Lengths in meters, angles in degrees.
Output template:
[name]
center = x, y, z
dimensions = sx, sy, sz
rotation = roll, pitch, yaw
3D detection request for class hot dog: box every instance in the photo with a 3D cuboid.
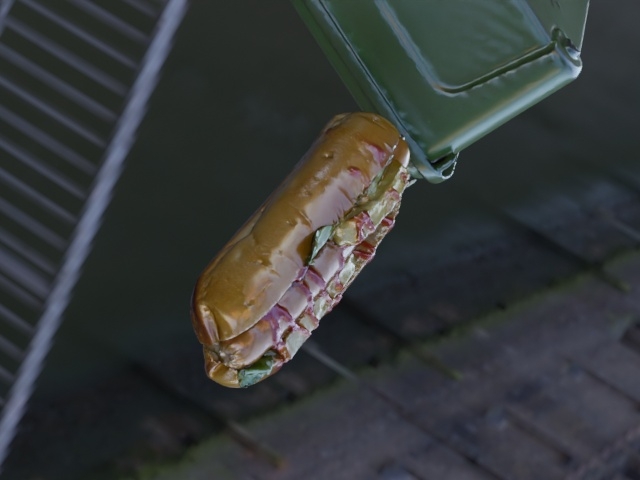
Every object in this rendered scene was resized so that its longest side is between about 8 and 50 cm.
[hot dog]
center = 0.000, 0.000, 1.217
dimensions = 0.250, 0.076, 0.104
rotation = -48, 144, -39

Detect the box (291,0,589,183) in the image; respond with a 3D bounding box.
[box]
center = 0.112, -0.227, 1.524
dimensions = 0.178, 0.253, 0.328
rotation = -25, -159, 24
